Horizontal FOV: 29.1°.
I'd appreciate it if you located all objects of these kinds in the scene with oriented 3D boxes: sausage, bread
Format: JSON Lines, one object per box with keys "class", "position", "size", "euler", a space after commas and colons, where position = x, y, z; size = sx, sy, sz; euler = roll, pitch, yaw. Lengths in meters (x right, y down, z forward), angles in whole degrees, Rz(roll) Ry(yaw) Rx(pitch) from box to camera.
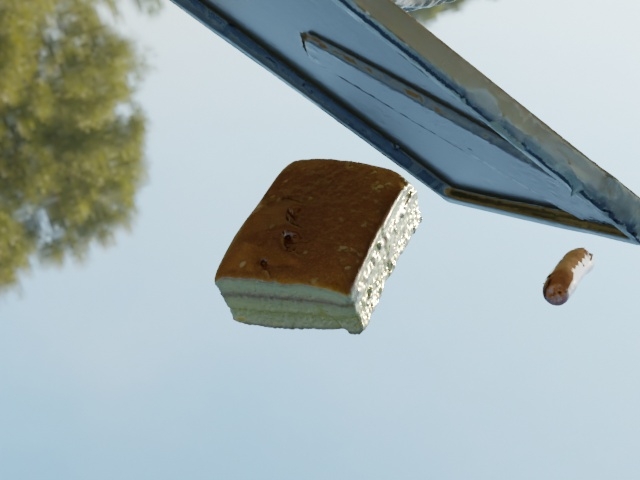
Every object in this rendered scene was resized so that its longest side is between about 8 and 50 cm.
{"class": "sausage", "position": [0.317, 0.041, 1.565], "size": [0.043, 0.043, 0.186], "euler": [-9, -171, 25]}
{"class": "bread", "position": [0.000, 0.000, 1.512], "size": [0.184, 0.111, 0.234], "euler": [6, -138, 24]}

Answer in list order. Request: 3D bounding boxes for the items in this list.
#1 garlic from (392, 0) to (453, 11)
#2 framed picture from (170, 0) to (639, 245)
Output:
{"class": "garlic", "position": [0.013, -0.328, 1.081], "size": [0.279, 0.325, 0.132], "euler": [-34, 172, -5]}
{"class": "framed picture", "position": [0.025, -0.096, 0.716], "size": [0.024, 0.315, 0.232], "euler": [-58, -155, -6]}
